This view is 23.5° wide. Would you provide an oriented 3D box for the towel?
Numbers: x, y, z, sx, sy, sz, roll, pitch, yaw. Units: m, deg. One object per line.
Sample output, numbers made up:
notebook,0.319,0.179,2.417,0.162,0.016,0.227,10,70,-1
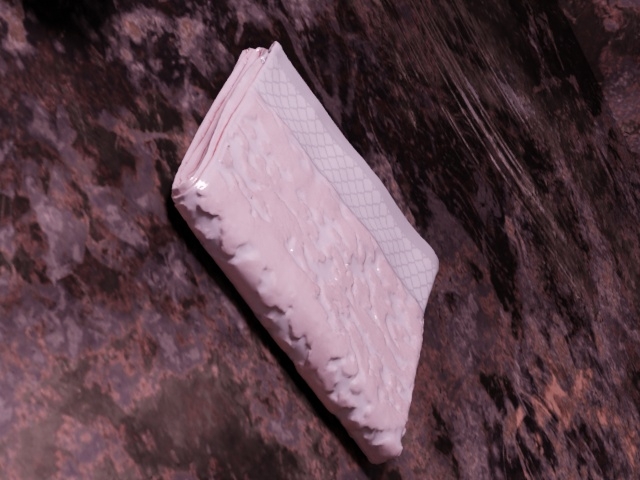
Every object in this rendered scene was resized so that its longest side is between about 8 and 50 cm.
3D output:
towel,0.000,0.000,1.479,0.332,0.053,0.317,53,28,-21
